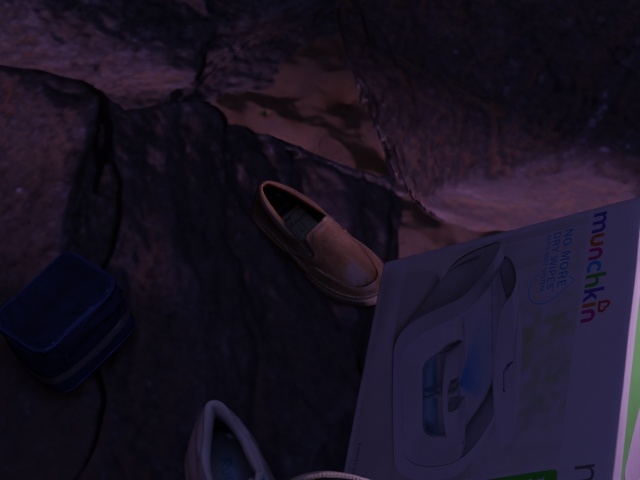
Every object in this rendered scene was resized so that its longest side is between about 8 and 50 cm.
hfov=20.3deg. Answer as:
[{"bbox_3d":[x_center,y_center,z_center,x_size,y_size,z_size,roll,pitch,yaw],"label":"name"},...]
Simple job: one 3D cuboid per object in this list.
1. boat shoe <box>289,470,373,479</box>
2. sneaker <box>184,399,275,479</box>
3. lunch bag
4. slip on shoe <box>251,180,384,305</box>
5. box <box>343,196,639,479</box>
[{"bbox_3d":[0.104,0.263,1.034,0.127,0.113,0.340,-41,92,-14],"label":"boat shoe"},{"bbox_3d":[-0.047,0.210,1.257,0.080,0.094,0.212,-21,62,-14],"label":"sneaker"},{"bbox_3d":[-0.190,0.062,1.358,0.067,0.065,0.098,32,64,33],"label":"lunch bag"},{"bbox_3d":[0.000,0.000,1.411,0.051,0.041,0.135,-40,68,-21],"label":"slip on shoe"},{"bbox_3d":[0.147,0.131,1.228,0.231,0.127,0.262,-15,50,40],"label":"box"}]
